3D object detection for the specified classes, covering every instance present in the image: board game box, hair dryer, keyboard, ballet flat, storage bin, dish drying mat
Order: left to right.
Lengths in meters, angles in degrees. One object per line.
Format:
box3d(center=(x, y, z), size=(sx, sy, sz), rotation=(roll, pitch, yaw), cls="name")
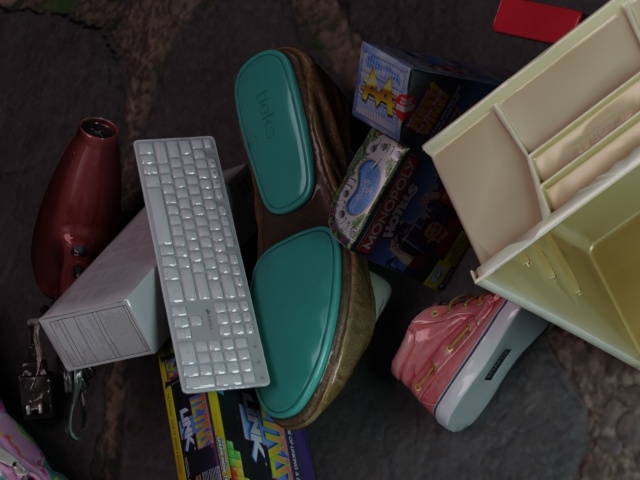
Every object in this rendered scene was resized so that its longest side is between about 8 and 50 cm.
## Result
box3d(center=(-0.214, 0.034, 1.704), size=(0.223, 0.080, 0.293), rotation=(172, 102, -67), cls="hair dryer")
box3d(center=(-0.101, 0.015, 1.543), size=(0.014, 0.072, 0.256), rotation=(114, 148, -50), cls="keyboard")
box3d(center=(-0.065, 0.170, 1.557), size=(0.048, 0.141, 0.170), rotation=(-27, 61, 28), cls="board game box")
box3d(center=(0.000, 0.000, 1.577), size=(0.116, 0.124, 0.342), rotation=(-25, 62, 33), cls="ballet flat")
box3d(center=(0.079, -0.075, 1.502), size=(0.060, 0.194, 0.194), rotation=(33, 94, 38), cls="board game box")
box3d(center=(0.185, -0.186, 1.581), size=(0.083, 0.008, 0.032), rotation=(18, 86, 37), cls="dish drying mat")
box3d(center=(0.255, -0.053, 1.326), size=(0.260, 0.262, 0.123), rotation=(-37, 54, 20), cls="storage bin")

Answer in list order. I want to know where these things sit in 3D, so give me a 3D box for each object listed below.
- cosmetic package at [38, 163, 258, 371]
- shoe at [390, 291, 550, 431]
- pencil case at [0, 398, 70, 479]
box3d(center=(-0.140, 0.022, 1.622), size=(0.099, 0.060, 0.239), rotation=(-11, 25, 32), cls="cosmetic package")
box3d(center=(0.129, 0.063, 1.502), size=(0.081, 0.063, 0.178), rotation=(42, 105, 32), cls="shoe")
box3d(center=(-0.345, 0.170, 1.731), size=(0.124, 0.124, 0.284), rotation=(-47, 70, 14), cls="pencil case")
